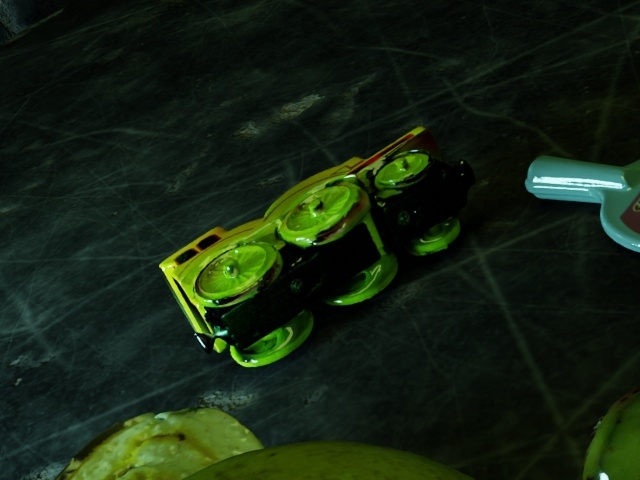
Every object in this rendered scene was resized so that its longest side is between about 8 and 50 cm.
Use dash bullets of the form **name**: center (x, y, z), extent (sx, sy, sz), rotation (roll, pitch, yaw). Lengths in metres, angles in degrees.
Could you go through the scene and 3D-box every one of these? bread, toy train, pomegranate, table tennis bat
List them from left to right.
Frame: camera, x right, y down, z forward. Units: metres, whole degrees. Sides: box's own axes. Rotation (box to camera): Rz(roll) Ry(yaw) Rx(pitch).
- **bread**: center (-0.103, 0.219, 0.912), extent (0.186, 0.124, 0.257), rotation (-10, 29, 16)
- **toy train**: center (0.000, 0.000, 1.233), extent (0.296, 0.100, 0.160), rotation (-32, 25, -13)
- **table tennis bat**: center (0.280, -0.042, 1.141), extent (0.244, 0.040, 0.153), rotation (12, 45, 44)
- **pomegranate**: center (0.213, 0.143, 0.784), extent (0.130, 0.130, 0.130), rotation (-20, 27, 11)

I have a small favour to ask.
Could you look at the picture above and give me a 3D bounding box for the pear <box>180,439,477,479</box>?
- **pear**: center (0.013, 0.226, 0.660), extent (0.307, 0.252, 0.253), rotation (3, 37, 28)
